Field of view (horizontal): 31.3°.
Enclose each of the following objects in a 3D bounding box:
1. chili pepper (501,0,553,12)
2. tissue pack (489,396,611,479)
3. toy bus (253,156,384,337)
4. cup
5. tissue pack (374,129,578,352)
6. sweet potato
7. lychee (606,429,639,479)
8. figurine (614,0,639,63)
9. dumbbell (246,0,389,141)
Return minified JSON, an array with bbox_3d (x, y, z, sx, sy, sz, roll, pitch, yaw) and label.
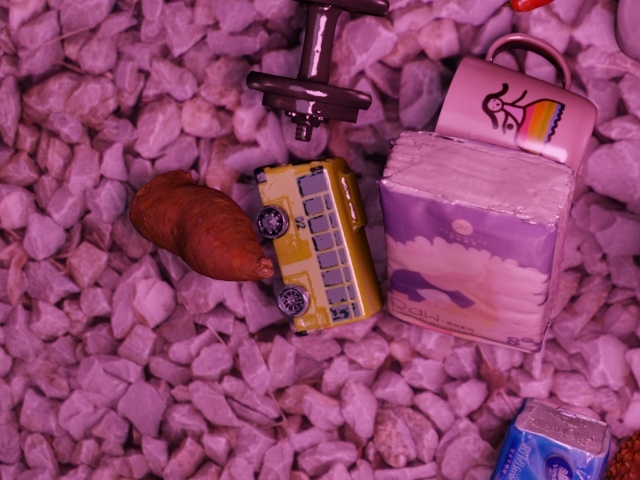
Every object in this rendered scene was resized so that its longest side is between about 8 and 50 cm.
[{"bbox_3d":[0.343,-0.371,1.644,0.178,0.027,0.045,-19,89,15],"label":"chili pepper"},{"bbox_3d":[0.310,0.381,1.641,0.146,0.198,0.263,19,100,15],"label":"tissue pack"},{"bbox_3d":[0.000,0.000,1.730,0.150,0.128,0.262,-14,93,16],"label":"toy bus"},{"bbox_3d":[0.282,-0.169,1.614,0.200,0.191,0.253,18,74,10],"label":"cup"},{"bbox_3d":[0.210,0.013,1.573,0.242,0.343,0.125,13,57,14],"label":"tissue pack"},{"bbox_3d":[-0.155,-0.006,1.710,0.337,0.131,0.131,28,105,46],"label":"sweet potato"},{"bbox_3d":[0.505,0.371,1.591,0.200,0.200,0.238,-25,78,17],"label":"lychee"},{"bbox_3d":[0.498,-0.340,1.550,0.176,0.133,0.236,41,103,18],"label":"figurine"},{"bbox_3d":[-0.006,-0.288,1.670,0.192,0.192,0.290,12,99,15],"label":"dumbbell"}]
